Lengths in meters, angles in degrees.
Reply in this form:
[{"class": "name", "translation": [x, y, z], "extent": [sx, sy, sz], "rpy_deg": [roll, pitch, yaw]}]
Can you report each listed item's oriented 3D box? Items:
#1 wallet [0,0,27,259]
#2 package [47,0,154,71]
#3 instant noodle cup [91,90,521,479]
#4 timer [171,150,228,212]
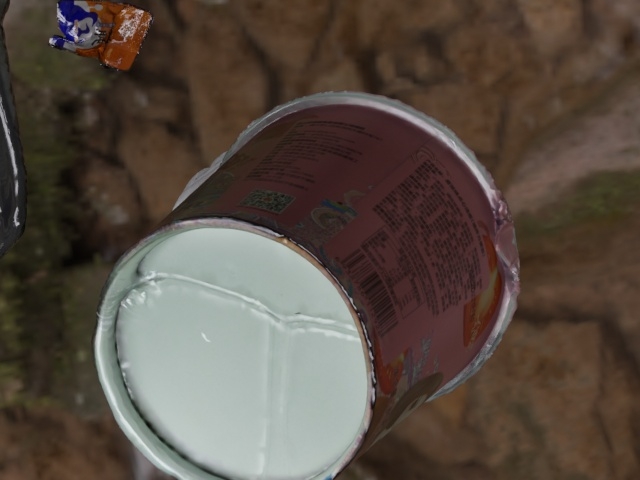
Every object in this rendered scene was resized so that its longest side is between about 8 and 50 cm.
[{"class": "wallet", "translation": [-0.263, -0.088, 1.104], "extent": [0.247, 0.041, 0.323], "rpy_deg": [-36, 58, 34]}, {"class": "package", "translation": [-0.241, -0.225, 1.949], "extent": [0.033, 0.110, 0.077], "rpy_deg": [25, 104, 55]}, {"class": "instant noodle cup", "translation": [-0.012, 0.043, 1.192], "extent": [0.243, 0.231, 0.243], "rpy_deg": [7, 111, 20]}, {"class": "timer", "translation": [0.000, 0.001, 1.593], "extent": [0.237, 0.087, 0.262], "rpy_deg": [37, 153, -13]}]
